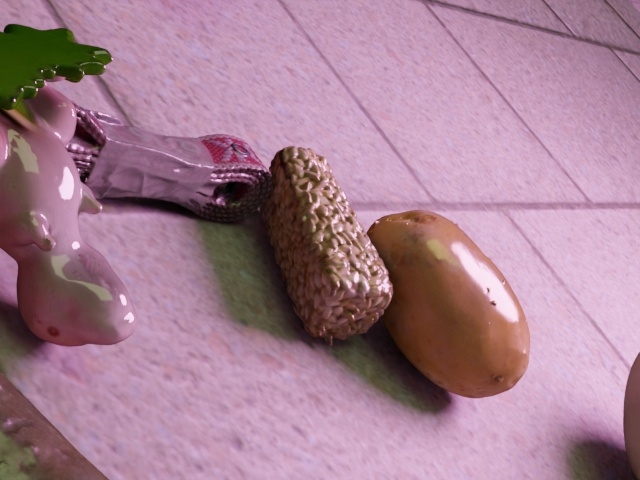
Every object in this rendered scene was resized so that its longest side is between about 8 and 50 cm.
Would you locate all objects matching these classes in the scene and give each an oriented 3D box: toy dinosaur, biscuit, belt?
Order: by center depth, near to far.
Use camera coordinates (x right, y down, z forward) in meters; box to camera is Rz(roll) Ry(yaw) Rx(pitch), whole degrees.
[{"bbox_3d":[-0.186,-0.038,0.771,0.194,0.177,0.152,17,29,15],"label":"toy dinosaur"},{"bbox_3d":[-0.131,-0.059,0.936,0.232,0.071,0.053,13,33,-48],"label":"belt"},{"bbox_3d":[0.000,0.000,0.995,0.070,0.082,0.168,2,45,-31],"label":"biscuit"}]

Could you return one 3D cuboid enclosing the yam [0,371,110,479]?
[{"bbox_3d":[-0.171,0.115,0.595,0.259,0.106,0.106,45,28,4],"label":"yam"}]

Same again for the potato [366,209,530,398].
[{"bbox_3d":[0.102,0.050,1.028,0.178,0.109,0.118,54,33,-7],"label":"potato"}]

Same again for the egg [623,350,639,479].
[{"bbox_3d":[0.395,0.186,1.102,0.269,0.219,0.219,52,29,17],"label":"egg"}]
